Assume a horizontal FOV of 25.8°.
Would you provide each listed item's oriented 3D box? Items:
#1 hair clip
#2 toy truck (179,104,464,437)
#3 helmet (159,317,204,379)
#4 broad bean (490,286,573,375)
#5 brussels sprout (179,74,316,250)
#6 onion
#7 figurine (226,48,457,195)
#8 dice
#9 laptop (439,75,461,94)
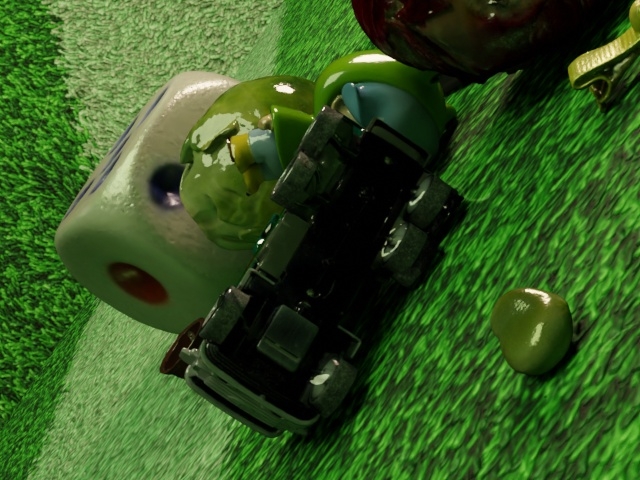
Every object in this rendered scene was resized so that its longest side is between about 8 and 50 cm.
[{"bbox_3d":[0.288,-0.192,1.212,0.173,0.046,0.072,-45,19,25],"label":"hair clip"},{"bbox_3d":[0.003,0.027,1.408,0.363,0.177,0.178,-60,5,-30],"label":"toy truck"},{"bbox_3d":[-0.166,0.156,1.881,0.111,0.057,0.089,-29,30,61],"label":"helmet"},{"bbox_3d":[0.155,0.065,1.014,0.063,0.045,0.083,-53,20,6],"label":"broad bean"},{"bbox_3d":[-0.065,-0.102,1.837,0.244,0.244,0.244,-50,13,16],"label":"brussels sprout"},{"bbox_3d":[0.188,-0.287,1.468,0.314,0.232,0.314,-24,33,17],"label":"onion"},{"bbox_3d":[0.025,-0.131,1.613,0.263,0.162,0.143,-18,48,6],"label":"figurine"},{"bbox_3d":[-0.195,-0.052,2.058,0.304,0.277,0.304,-61,13,-27],"label":"dice"},{"bbox_3d":[0.146,-0.250,1.731,0.016,0.135,0.197,-15,-3,-22],"label":"laptop"}]
